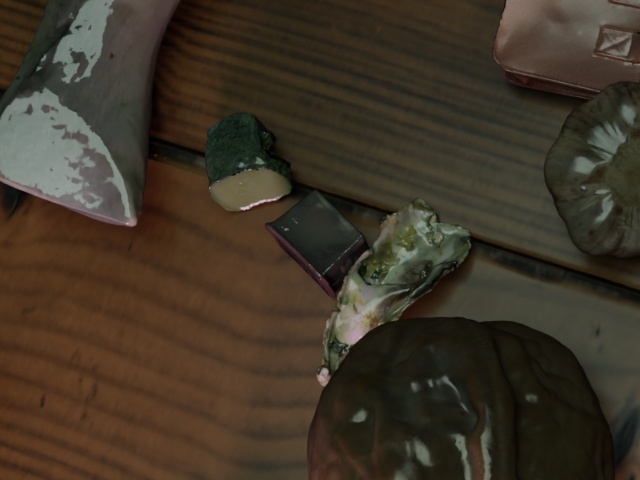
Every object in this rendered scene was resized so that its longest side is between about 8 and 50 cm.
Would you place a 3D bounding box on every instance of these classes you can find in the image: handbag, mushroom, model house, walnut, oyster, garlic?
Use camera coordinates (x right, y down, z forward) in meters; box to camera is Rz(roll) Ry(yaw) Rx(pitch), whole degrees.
[{"bbox_3d":[0.263,-0.239,1.585,0.157,0.059,0.212,14,82,20],"label":"handbag"},{"bbox_3d":[-0.193,-0.217,1.678,0.177,0.126,0.397,19,81,10],"label":"mushroom"},{"bbox_3d":[-0.071,-0.082,1.648,0.079,0.066,0.083,-21,53,21],"label":"model house"},{"bbox_3d":[0.116,0.193,1.424,0.227,0.273,0.273,-36,65,39],"label":"walnut"},{"bbox_3d":[0.059,0.045,1.581,0.200,0.061,0.106,-34,67,-3],"label":"oyster"},{"bbox_3d":[0.274,-0.064,1.512,0.147,0.102,0.159,6,96,-5],"label":"garlic"}]

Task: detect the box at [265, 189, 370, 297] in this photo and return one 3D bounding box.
[{"bbox_3d":[0.000,0.000,1.600,0.063,0.060,0.085,-45,68,-4],"label":"box"}]
